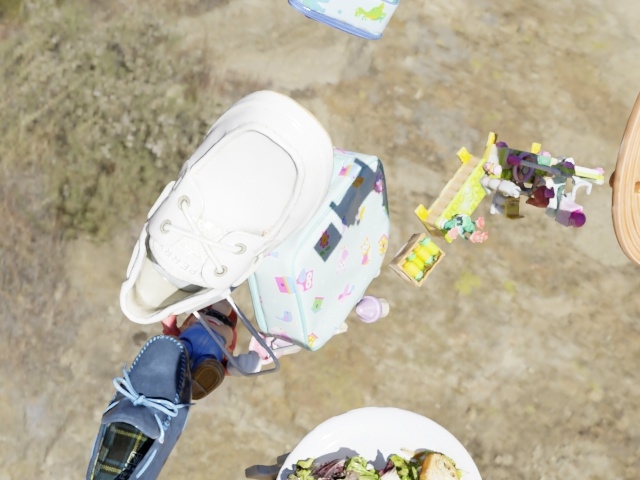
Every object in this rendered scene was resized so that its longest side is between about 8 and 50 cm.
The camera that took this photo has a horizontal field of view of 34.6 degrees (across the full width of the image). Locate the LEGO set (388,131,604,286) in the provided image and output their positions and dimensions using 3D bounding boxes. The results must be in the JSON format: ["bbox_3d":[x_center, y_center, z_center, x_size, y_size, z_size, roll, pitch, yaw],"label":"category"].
[{"bbox_3d":[0.207,-0.038,1.106,0.287,0.132,0.107,-21,29,-35],"label":"LEGO set"}]

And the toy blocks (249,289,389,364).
[{"bbox_3d":[-0.053,0.067,1.970,0.260,0.309,0.288,0,71,-59],"label":"toy blocks"}]

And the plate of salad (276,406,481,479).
[{"bbox_3d":[0.050,0.243,0.929,0.200,0.048,0.199,-4,62,8],"label":"plate of salad"}]

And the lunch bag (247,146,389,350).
[{"bbox_3d":[0.000,0.000,1.509,0.108,0.224,0.279,13,46,28],"label":"lunch bag"}]

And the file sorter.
[{"bbox_3d":[-0.061,0.083,1.790,0.278,0.193,0.173,-41,98,-27],"label":"file sorter"}]

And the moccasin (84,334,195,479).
[{"bbox_3d":[-0.283,0.303,1.619,0.138,0.117,0.342,8,64,8],"label":"moccasin"}]

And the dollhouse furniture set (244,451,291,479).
[{"bbox_3d":[-0.052,0.480,1.277,0.152,0.201,0.374,32,42,-48],"label":"dollhouse furniture set"}]

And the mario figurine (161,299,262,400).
[{"bbox_3d":[-0.213,0.170,1.908,0.170,0.198,0.320,-23,9,7],"label":"mario figurine"}]

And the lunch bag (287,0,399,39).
[{"bbox_3d":[0.025,-0.419,1.668,0.176,0.090,0.219,17,32,-20],"label":"lunch bag"}]

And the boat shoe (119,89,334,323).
[{"bbox_3d":[-0.080,-0.005,0.766,0.098,0.277,0.096,40,52,-1],"label":"boat shoe"}]

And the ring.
[{"bbox_3d":[0.385,-0.124,0.977,0.337,0.336,0.032,-12,34,-38],"label":"ring"}]
